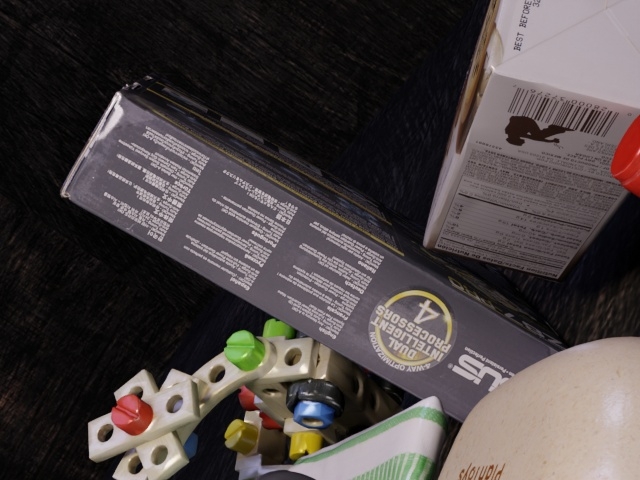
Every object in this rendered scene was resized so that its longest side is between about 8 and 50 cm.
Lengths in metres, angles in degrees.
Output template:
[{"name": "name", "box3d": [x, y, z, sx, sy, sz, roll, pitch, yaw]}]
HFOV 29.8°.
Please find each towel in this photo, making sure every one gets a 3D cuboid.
[{"name": "towel", "box3d": [-0.032, 0.263, 0.809, 0.324, 0.038, 0.248, -58, 11, -31]}]

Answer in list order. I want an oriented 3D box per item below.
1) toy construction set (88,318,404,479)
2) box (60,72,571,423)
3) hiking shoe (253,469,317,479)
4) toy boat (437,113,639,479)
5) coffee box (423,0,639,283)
[{"name": "toy construction set", "box3d": [-0.046, 0.159, 1.070, 0.215, 0.328, 0.151, -9, 70, 28]}, {"name": "box", "box3d": [0.000, 0.000, 0.997, 0.097, 0.395, 0.318, -59, 9, 6]}, {"name": "hiking shoe", "box3d": [0.031, 0.210, 0.645, 0.086, 0.227, 0.114, -23, -25, -25]}, {"name": "toy boat", "box3d": [0.178, 0.091, 0.624, 0.318, 0.148, 0.267, -64, 5, -10]}, {"name": "coffee box", "box3d": [0.161, -0.103, 0.823, 0.297, 0.119, 0.168, 97, -172, -70]}]
